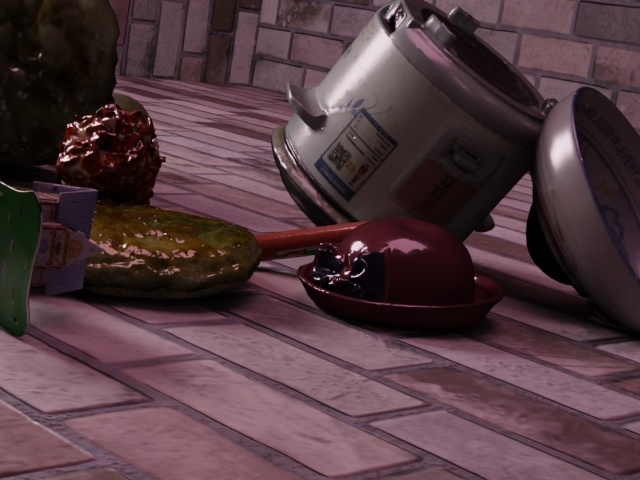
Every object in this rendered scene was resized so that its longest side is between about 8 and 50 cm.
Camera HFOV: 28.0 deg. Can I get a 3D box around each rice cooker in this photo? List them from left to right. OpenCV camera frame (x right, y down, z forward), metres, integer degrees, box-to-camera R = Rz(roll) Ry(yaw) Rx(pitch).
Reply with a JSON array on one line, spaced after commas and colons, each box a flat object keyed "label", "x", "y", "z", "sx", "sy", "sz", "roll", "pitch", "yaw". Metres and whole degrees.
[{"label": "rice cooker", "x": 0.097, "y": -0.106, "z": 1.442, "sx": 0.316, "sy": 0.317, "sz": 0.264, "roll": 6, "pitch": 33, "yaw": -17}]

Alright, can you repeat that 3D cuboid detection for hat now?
[{"label": "hat", "x": 0.080, "y": 0.026, "z": 1.239, "sx": 0.205, "sy": 0.089, "sz": 0.205, "roll": 8, "pitch": 11, "yaw": -2}]

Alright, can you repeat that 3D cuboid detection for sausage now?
[{"label": "sausage", "x": 0.000, "y": 0.000, "z": 1.334, "sx": 0.223, "sy": 0.029, "sz": 0.029, "roll": -7, "pitch": 9, "yaw": 6}]

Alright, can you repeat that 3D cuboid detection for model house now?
[{"label": "model house", "x": -0.237, "y": 0.002, "z": 1.030, "sx": 0.088, "sy": 0.117, "sz": 0.167, "roll": 1, "pitch": 11, "yaw": -45}]

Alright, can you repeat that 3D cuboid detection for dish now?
[{"label": "dish", "x": 0.279, "y": -0.010, "z": 1.346, "sx": 0.133, "sy": 0.273, "sz": 0.273, "roll": -27, "pitch": -8, "yaw": 27}]

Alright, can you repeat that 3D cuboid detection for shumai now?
[{"label": "shumai", "x": -0.464, "y": -0.228, "z": 1.630, "sx": 0.323, "sy": 0.324, "sz": 0.397, "roll": -22, "pitch": 9, "yaw": -38}]

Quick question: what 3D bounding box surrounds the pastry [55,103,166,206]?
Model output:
[{"label": "pastry", "x": -0.231, "y": -0.077, "z": 1.417, "sx": 0.115, "sy": 0.097, "sz": 0.208, "roll": 3, "pitch": -15, "yaw": -5}]

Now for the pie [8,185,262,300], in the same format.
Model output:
[{"label": "pie", "x": -0.207, "y": -0.007, "z": 1.235, "sx": 0.323, "sy": 0.071, "sz": 0.323, "roll": 9, "pitch": 8, "yaw": -1}]

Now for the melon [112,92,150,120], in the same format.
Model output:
[{"label": "melon", "x": -0.312, "y": -0.158, "z": 1.855, "sx": 0.167, "sy": 0.114, "sz": 0.114, "roll": -4, "pitch": 16, "yaw": -41}]
